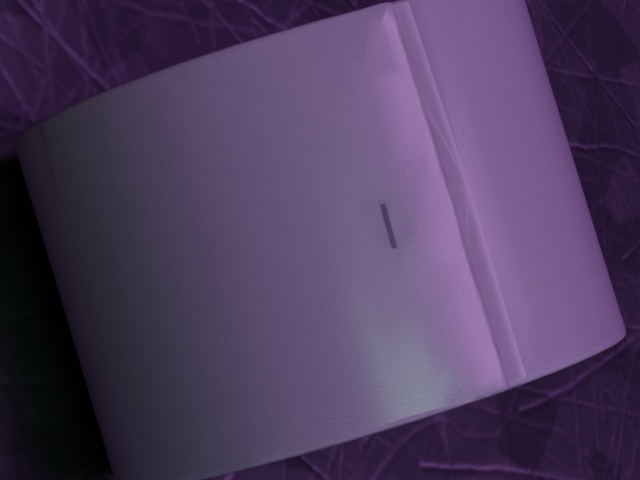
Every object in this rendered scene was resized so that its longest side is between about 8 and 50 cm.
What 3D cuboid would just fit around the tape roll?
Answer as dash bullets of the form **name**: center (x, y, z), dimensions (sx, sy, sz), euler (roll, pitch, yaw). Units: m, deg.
- **tape roll**: center (0.000, 0.000, 0.887), dimensions (0.246, 0.246, 0.169), euler (-16, 90, -55)
